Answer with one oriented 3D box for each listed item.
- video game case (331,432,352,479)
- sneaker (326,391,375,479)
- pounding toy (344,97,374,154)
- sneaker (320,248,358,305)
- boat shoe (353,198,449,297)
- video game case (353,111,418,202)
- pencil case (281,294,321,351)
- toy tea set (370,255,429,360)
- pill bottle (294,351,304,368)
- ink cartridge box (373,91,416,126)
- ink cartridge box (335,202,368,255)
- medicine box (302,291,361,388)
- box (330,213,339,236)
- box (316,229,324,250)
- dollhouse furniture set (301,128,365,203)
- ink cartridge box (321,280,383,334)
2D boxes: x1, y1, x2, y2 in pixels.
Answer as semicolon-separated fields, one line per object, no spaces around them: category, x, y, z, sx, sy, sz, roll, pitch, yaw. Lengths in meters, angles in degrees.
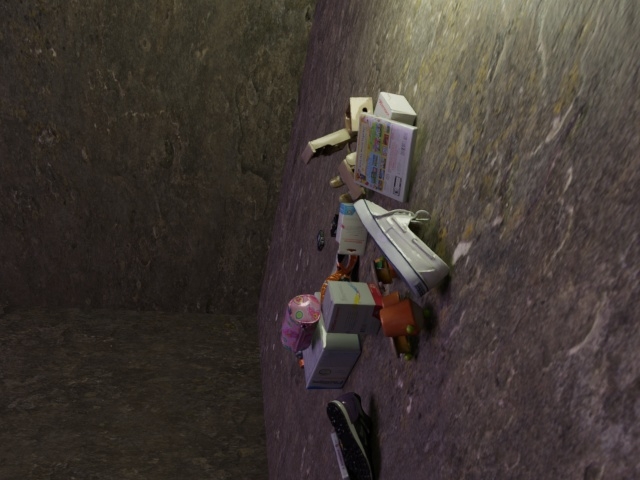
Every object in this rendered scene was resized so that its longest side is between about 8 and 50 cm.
video game case;0.087;0.781;1.697;0.183;0.023;0.201;-114;6;-62
sneaker;0.132;0.625;1.614;0.107;0.124;0.283;-26;82;50
pounding toy;0.145;-0.410;1.901;0.206;0.094;0.180;130;137;-80
sneaker;0.073;0.150;1.930;0.121;0.099;0.262;97;-162;-69
boat shoe;0.223;-0.020;1.341;0.135;0.157;0.367;55;-178;-42
video game case;0.190;-0.252;1.525;0.206;0.026;0.226;29;127;39
pencil case;-0.071;0.298;1.791;0.284;0.124;0.124;108;161;-57
toy tea set;0.226;0.151;1.409;0.200;0.125;0.335;59;-161;-55
pill bottle;-0.055;0.457;2.305;0.130;0.131;0.245;118;153;-57
ink cartridge box;0.215;-0.340;1.593;0.148;0.086;0.203;-104;24;-50
ink cartridge box;0.117;-0.041;1.842;0.061;0.105;0.181;-132;49;-71
medicine box;0.029;0.390;1.956;0.289;0.149;0.263;108;160;-44
box;0.076;-0.060;2.117;0.083;0.052;0.062;114;157;-49
box;0.000;0.000;2.464;0.067;0.018;0.083;113;157;-52
dollhouse furniture set;0.066;-0.255;1.824;0.241;0.161;0.212;62;159;7
ink cartridge box;0.103;0.220;1.663;0.127;0.177;0.128;-107;26;-56
